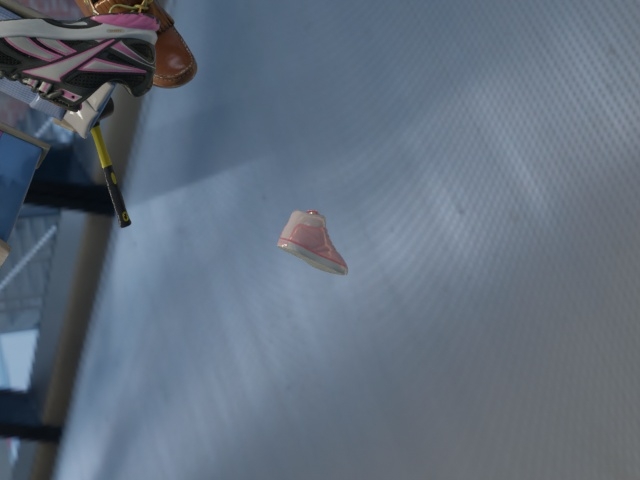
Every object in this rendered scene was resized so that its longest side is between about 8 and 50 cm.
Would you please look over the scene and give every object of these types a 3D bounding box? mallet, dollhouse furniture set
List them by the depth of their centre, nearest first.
[{"bbox_3d":[-0.422,-0.162,1.369,0.303,0.286,0.198,-47,26,42],"label":"dollhouse furniture set"},{"bbox_3d":[-0.287,-0.113,1.544,0.039,0.062,0.190,1,119,44],"label":"mallet"}]

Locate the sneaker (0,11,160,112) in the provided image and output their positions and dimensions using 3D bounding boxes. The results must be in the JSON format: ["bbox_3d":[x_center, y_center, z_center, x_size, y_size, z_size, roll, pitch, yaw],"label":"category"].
[{"bbox_3d":[-0.214,-0.139,0.898,0.072,0.178,0.077,-147,52,-75],"label":"sneaker"}]

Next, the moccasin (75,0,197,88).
[{"bbox_3d":[-0.359,-0.439,2.092,0.380,0.139,0.147,56,160,15],"label":"moccasin"}]

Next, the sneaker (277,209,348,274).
[{"bbox_3d":[0.000,0.000,1.543,0.051,0.134,0.070,7,74,43],"label":"sneaker"}]
